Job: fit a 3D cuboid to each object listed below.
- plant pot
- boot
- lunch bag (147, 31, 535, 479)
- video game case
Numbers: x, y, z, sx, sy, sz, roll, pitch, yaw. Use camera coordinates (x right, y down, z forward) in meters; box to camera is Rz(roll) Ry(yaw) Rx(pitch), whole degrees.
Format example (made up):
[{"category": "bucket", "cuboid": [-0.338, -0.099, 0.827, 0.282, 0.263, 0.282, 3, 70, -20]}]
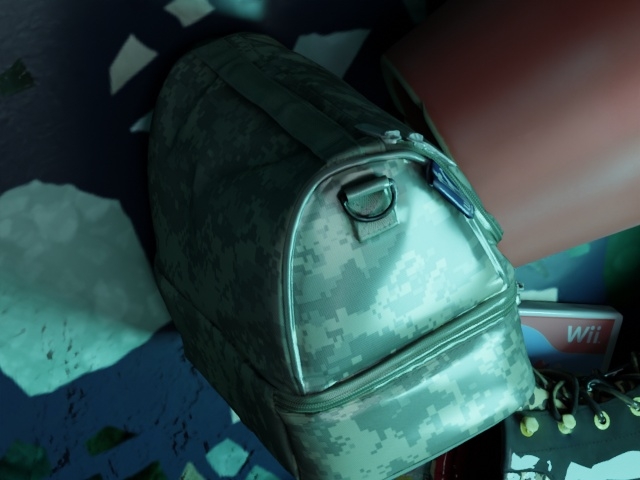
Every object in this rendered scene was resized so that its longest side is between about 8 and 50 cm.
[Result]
[{"category": "plant pot", "cuboid": [0.196, -0.114, 1.466, 0.243, 0.275, 0.275, -29, 122, -2]}, {"category": "boot", "cuboid": [0.262, 0.127, 1.641, 0.284, 0.138, 0.377, 4, 115, -27]}, {"category": "lunch bag", "cuboid": [0.000, 0.000, 1.380, 0.212, 0.305, 0.256, -27, 122, -13]}, {"category": "video game case", "cuboid": [0.149, 0.188, 1.703, 0.204, 0.025, 0.285, 4, 110, -27]}]
